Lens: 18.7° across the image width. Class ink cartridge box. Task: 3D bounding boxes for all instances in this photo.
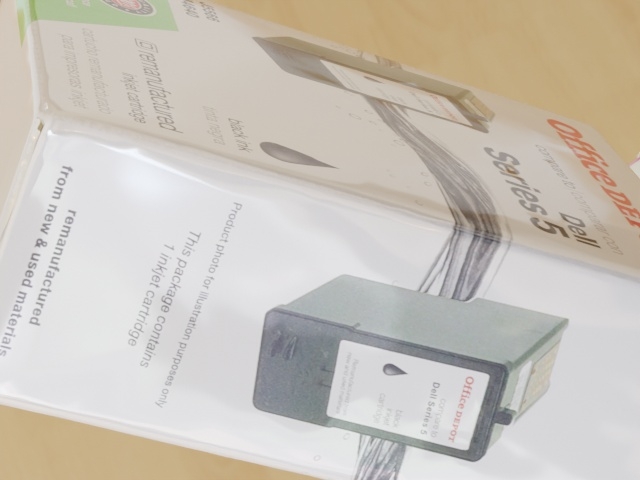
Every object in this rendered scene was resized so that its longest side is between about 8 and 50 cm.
[{"bbox_3d":[0.000,0.000,0.758,0.273,0.115,0.198,15,21,-18],"label":"ink cartridge box"}]

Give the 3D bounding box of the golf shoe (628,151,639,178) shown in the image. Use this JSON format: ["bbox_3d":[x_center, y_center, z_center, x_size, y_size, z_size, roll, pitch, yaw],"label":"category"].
[{"bbox_3d":[0.249,-0.009,0.876,0.306,0.115,0.140,-35,43,56],"label":"golf shoe"}]
